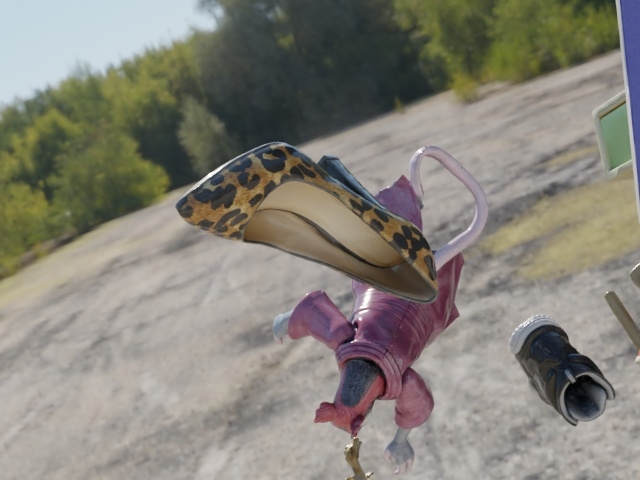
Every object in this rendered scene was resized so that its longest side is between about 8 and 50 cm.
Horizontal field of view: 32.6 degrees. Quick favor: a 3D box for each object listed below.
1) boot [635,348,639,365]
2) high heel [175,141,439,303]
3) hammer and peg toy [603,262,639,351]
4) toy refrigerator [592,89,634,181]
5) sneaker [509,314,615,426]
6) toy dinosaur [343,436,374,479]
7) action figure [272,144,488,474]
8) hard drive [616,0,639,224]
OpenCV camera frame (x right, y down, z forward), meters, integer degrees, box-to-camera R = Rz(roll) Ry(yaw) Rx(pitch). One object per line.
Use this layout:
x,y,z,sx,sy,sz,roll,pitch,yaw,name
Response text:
0.532,0.181,1.584,0.084,0.158,0.059,-62,-1,-12,boot
0.000,0.000,1.006,0.261,0.186,0.093,-12,-35,-53,high heel
0.649,0.093,1.820,0.361,0.266,0.127,-41,-27,1,hammer and peg toy
0.441,-0.157,1.353,0.094,0.102,0.269,-7,-9,-16,toy refrigerator
0.390,0.234,1.697,0.101,0.268,0.153,-38,45,3,sneaker
0.067,0.346,1.426,0.053,0.092,0.183,-42,37,19,toy dinosaur
0.100,0.108,1.353,0.276,0.248,0.370,-46,10,38,action figure
0.324,-0.121,0.578,0.318,0.210,0.040,-7,21,14,hard drive
